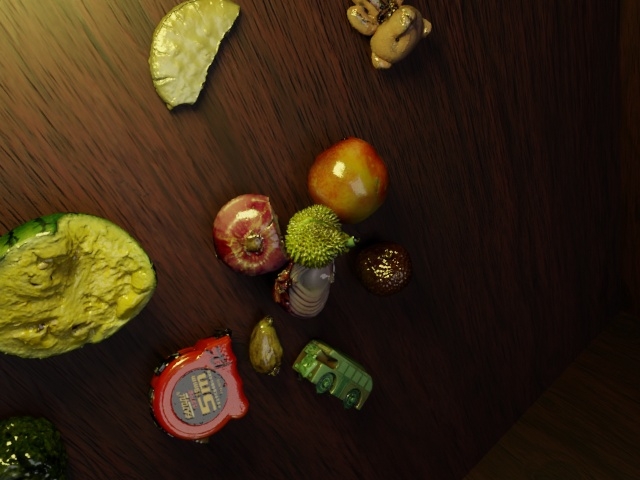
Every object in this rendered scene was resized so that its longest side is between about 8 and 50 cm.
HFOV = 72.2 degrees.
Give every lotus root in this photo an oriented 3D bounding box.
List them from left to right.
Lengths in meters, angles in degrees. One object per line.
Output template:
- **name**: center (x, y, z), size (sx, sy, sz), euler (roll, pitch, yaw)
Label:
- **lotus root**: center (-0.164, 0.307, 1.314), size (0.108, 0.094, 0.190), euler (-30, 117, -60)

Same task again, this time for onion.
- **onion**: center (-0.186, -0.009, 1.128), size (0.201, 0.200, 0.207), euler (-31, 139, -20)
- **onion**: center (-0.071, 0.105, 1.244), size (0.283, 0.120, 0.227), euler (10, 91, -62)

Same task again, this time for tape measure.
- **tape measure**: center (-0.330, 0.394, 1.181), size (0.260, 0.114, 0.253), euler (-18, 94, -28)

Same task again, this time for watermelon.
- **watermelon**: center (-0.535, 0.075, 0.917), size (0.331, 0.189, 0.330), euler (-21, 135, -22)

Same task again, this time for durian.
- **durian**: center (-0.012, -0.009, 1.129), size (0.159, 0.146, 0.198), euler (59, 29, 1)

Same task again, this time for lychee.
- **lychee**: center (0.207, 0.094, 1.417), size (0.194, 0.194, 0.194), euler (-12, 114, -29)

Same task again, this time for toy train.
- **toy train**: center (0.053, 0.458, 1.487), size (0.326, 0.129, 0.159), euler (43, 76, -36)

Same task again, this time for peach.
- **peach**: center (0.078, -0.164, 1.212), size (0.231, 0.231, 0.231), euler (-12, 114, -29)

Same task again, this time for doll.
- **doll**: center (0.169, -0.614, 1.143), size (0.201, 0.156, 0.303), euler (-44, 121, -4)

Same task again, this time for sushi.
- **sushi**: center (-0.752, 0.584, 0.976), size (0.352, 0.178, 0.294), euler (-23, 121, -23)

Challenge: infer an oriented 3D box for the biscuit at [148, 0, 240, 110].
- **biscuit**: center (-0.295, -0.434, 0.974), size (0.141, 0.038, 0.289), euler (28, 91, -37)

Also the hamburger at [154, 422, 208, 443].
- **hamburger**: center (-0.376, 0.503, 1.255), size (0.176, 0.087, 0.102), euler (34, 70, -26)
